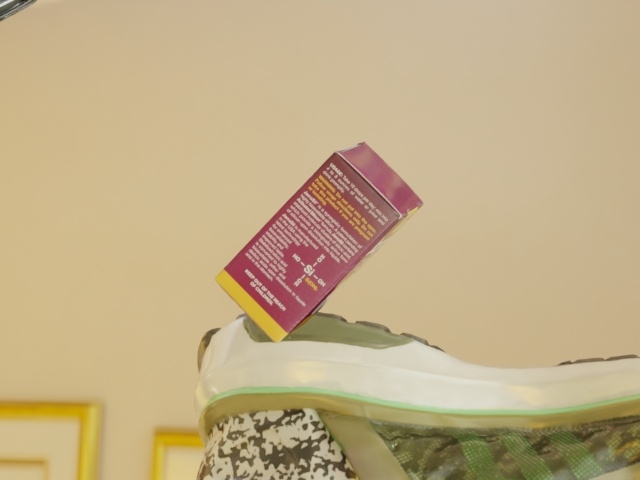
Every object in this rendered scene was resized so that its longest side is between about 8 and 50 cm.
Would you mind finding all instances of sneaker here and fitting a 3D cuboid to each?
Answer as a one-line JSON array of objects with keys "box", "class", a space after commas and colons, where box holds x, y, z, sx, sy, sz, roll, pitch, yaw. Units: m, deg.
[{"box": [0.105, 0.162, 0.866, 0.410, 0.182, 0.158, 5, 146, 23], "class": "sneaker"}]

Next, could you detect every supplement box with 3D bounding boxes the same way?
[{"box": [0.000, 0.000, 0.769, 0.083, 0.043, 0.055, -46, 175, 16], "class": "supplement box"}]

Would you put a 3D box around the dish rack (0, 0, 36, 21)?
[{"box": [-0.337, -0.215, 1.101, 0.271, 0.074, 0.208, 37, -131, 21], "class": "dish rack"}]
